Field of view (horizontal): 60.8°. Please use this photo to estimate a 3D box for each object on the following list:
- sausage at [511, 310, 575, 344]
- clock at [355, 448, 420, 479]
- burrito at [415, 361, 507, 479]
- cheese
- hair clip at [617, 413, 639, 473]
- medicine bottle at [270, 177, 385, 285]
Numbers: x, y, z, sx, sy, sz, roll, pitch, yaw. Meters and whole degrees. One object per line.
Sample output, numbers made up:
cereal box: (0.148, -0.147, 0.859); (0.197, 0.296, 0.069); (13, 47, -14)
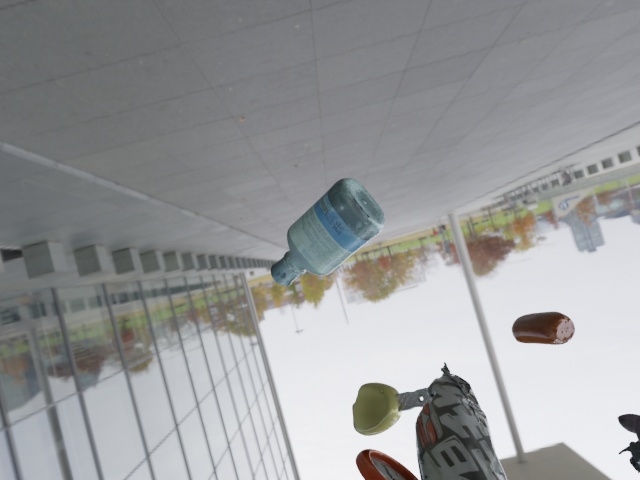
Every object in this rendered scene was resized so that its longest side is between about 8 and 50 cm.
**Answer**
sausage: (0.515, 0.206, 1.278); (0.076, 0.076, 0.197); (-15, 173, -12)
clock: (0.167, 0.557, 1.248); (0.051, 0.205, 0.205); (-55, 174, 2)
burrito: (0.218, 0.359, 0.809); (0.138, 0.446, 0.101); (14, 126, -18)
cheese: (0.174, 0.394, 1.321); (0.050, 0.127, 0.255); (17, 147, -37)
hair clip: (0.630, 0.359, 0.988); (0.187, 0.056, 0.146); (-50, -158, 28)
medicine bottle: (0.000, 0.000, 0.783); (0.208, 0.090, 0.053); (-41, 176, 40)
